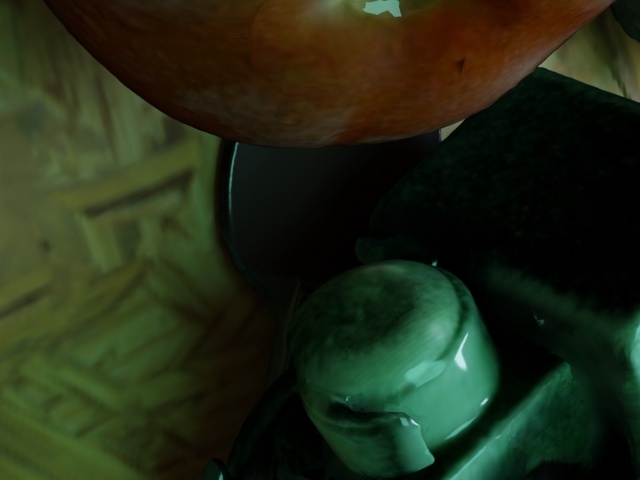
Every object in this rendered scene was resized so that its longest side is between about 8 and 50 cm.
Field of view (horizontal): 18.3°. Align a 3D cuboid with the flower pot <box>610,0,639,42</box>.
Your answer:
[{"bbox_3d":[0.229,-0.176,0.687,0.299,0.299,0.283,-29,107,-30],"label":"flower pot"}]

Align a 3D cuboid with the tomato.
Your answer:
[{"bbox_3d":[0.003,-0.136,0.565,0.208,0.208,0.184,20,42,-38],"label":"tomato"}]

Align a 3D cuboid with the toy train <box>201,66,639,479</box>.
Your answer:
[{"bbox_3d":[0.105,0.098,0.692,0.238,0.167,0.299,-44,131,-18],"label":"toy train"}]

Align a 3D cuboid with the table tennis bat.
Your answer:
[{"bbox_3d":[0.000,0.000,0.705,0.095,0.014,0.158,11,90,-40],"label":"table tennis bat"}]
